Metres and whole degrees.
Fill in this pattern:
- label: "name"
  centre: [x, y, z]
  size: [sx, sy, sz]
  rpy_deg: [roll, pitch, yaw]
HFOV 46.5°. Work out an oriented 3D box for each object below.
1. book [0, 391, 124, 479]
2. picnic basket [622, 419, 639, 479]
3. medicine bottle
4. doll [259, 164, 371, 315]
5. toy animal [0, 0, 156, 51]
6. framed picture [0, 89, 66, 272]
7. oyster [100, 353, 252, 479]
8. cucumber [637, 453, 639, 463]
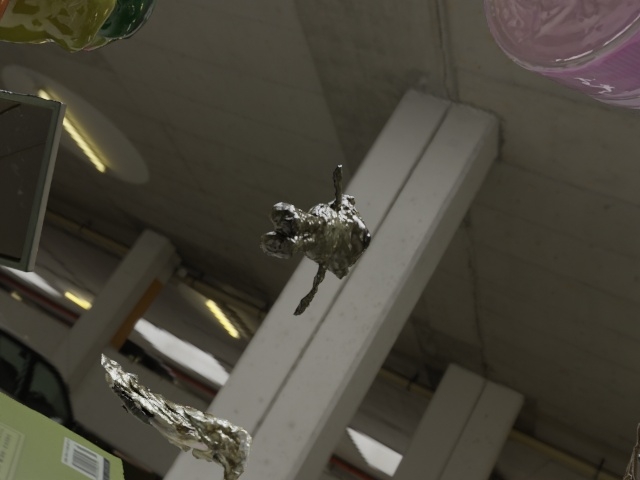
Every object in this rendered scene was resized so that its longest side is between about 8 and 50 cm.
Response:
- label: "book"
  centre: [-0.295, 0.134, 0.530]
  size: [0.352, 0.035, 0.239]
  rpy_deg: [35, 1, -17]
- label: "picnic basket"
  centre: [0.475, 0.305, 0.772]
  size: [0.337, 0.337, 0.293]
  rpy_deg: [50, 0, -40]
- label: "medicine bottle"
  centre: [0.324, -0.211, 0.678]
  size: [0.316, 0.202, 0.202]
  rpy_deg: [9, -3, -38]
- label: "doll"
  centre: [0.002, -0.017, 1.006]
  size: [0.091, 0.202, 0.286]
  rpy_deg: [3, -26, 18]
- label: "toy animal"
  centre: [-0.267, -0.281, 0.693]
  size: [0.216, 0.191, 0.338]
  rpy_deg: [27, 16, 6]
- label: "framed picture"
  centre: [-0.399, -0.081, 0.801]
  size: [0.250, 0.184, 0.016]
  rpy_deg: [12, 2, 15]
- label: "oyster"
  centre: [-0.171, 0.193, 0.846]
  size: [0.200, 0.061, 0.106]
  rpy_deg: [40, -22, -9]
- label: "cucumber"
  centre: [0.254, 0.190, 0.455]
  size: [0.168, 0.039, 0.039]
  rpy_deg: [51, -1, 46]
